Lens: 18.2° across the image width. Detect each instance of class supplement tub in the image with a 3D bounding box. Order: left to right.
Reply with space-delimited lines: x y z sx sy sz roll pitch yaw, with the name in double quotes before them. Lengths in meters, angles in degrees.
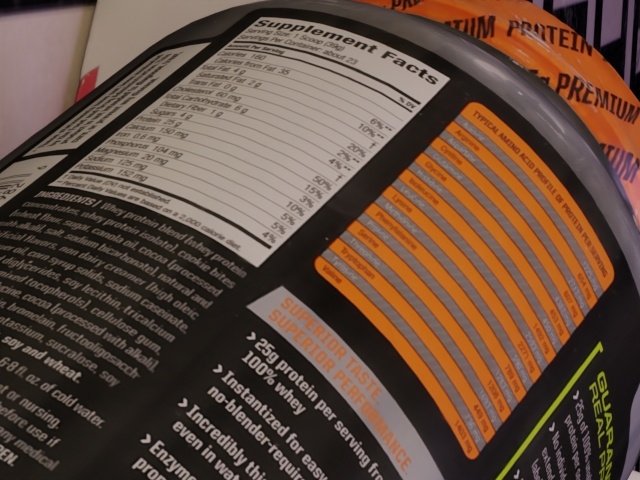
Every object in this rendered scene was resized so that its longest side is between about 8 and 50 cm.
"supplement tub" -0.032 0.059 0.529 0.316 0.193 0.193 -43 138 -46

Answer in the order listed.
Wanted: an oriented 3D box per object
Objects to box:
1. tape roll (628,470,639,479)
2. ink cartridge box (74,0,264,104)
"tape roll" 0.045 0.165 0.777 0.286 0.286 0.100 64 34 -62
"ink cartridge box" 0.000 0.000 0.866 0.306 0.131 0.226 58 39 -66
